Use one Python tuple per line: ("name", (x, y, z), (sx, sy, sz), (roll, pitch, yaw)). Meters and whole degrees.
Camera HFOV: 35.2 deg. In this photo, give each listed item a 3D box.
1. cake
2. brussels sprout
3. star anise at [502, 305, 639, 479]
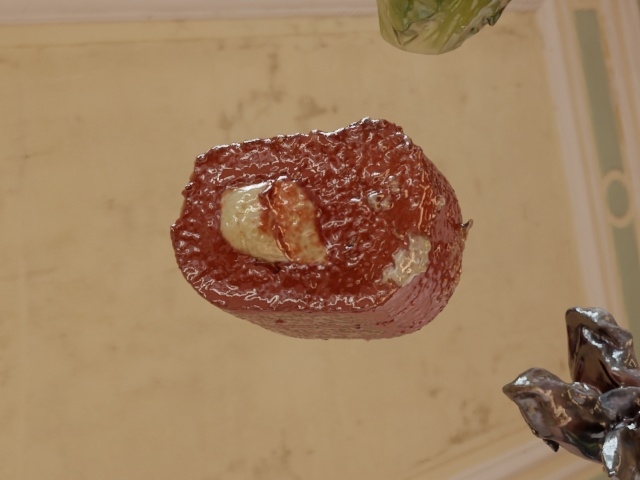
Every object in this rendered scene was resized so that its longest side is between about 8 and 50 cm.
("cake", (0.000, 0.000, 0.968), (0.151, 0.283, 0.176), (39, -131, -62))
("brussels sprout", (0.157, -0.350, 1.184), (0.210, 0.271, 0.219), (15, -153, -1))
("star anise", (0.267, 0.150, 0.758), (0.283, 0.212, 0.129), (33, -89, -14))
